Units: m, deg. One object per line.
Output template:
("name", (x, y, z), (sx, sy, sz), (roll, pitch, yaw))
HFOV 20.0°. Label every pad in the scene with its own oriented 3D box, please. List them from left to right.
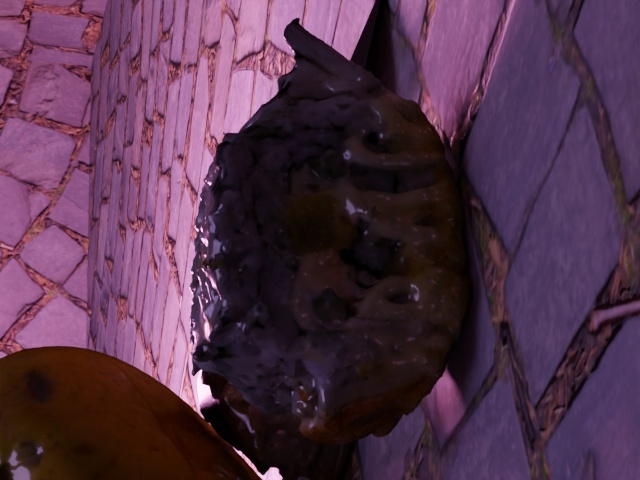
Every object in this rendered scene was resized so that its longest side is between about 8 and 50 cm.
("pad", (0.009, -0.085, 1.550), (0.245, 0.006, 0.170), (114, 170, -53))

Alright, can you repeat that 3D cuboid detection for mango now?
("mango", (-0.154, 0.231, 1.513), (0.182, 0.365, 0.253), (-46, 24, 13))

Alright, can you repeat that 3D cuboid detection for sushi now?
("sushi", (0.000, 0.000, 1.261), (0.139, 0.184, 0.274), (121, 152, -59))

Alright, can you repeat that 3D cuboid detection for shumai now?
("shumai", (-0.043, 0.128, 1.545), (0.201, 0.120, 0.201), (-179, 90, -75))

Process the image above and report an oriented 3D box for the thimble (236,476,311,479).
("thimble", (-0.025, 0.296, 1.327), (0.205, 0.172, 0.250), (-155, 67, -71))
